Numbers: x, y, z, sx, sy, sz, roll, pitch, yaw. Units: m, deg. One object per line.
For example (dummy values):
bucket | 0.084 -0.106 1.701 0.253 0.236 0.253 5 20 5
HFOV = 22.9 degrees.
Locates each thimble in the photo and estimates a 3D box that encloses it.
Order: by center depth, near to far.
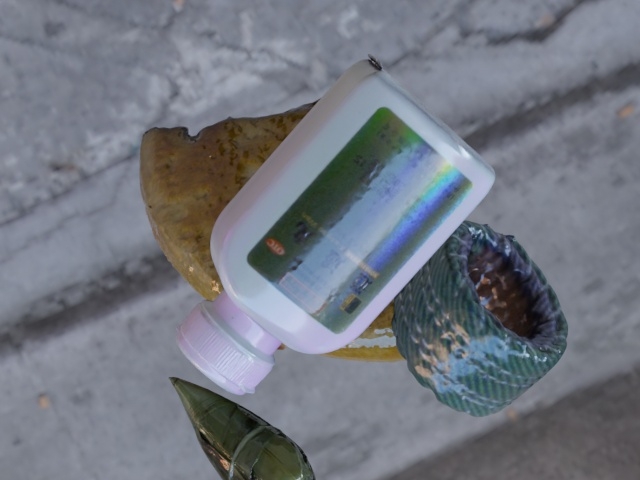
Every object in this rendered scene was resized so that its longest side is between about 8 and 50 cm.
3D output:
thimble | 0.118 0.060 1.202 0.118 0.135 0.090 13 134 -39

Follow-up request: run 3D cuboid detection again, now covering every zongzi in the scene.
zongzi | -0.051 0.143 1.038 0.052 0.113 0.104 -45 156 -19

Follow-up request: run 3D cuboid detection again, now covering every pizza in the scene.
pizza | -0.004 -0.023 1.522 0.277 0.409 0.114 -56 156 -24

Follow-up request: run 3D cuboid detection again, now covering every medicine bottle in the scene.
medicine bottle | 0.000 0.000 1.006 0.115 0.078 0.219 39 97 -22
